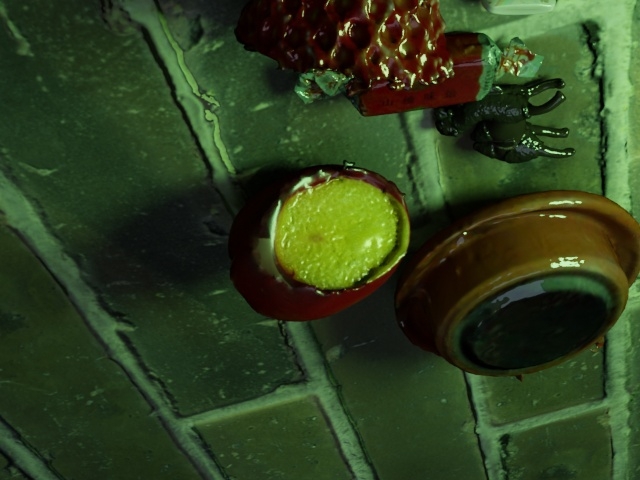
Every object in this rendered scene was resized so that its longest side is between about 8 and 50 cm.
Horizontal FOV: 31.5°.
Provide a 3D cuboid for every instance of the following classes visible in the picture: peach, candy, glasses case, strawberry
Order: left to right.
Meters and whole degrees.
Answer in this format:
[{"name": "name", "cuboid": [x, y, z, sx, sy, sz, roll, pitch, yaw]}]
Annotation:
[{"name": "peach", "cuboid": [0.000, 0.000, 1.392, 0.226, 0.189, 0.196, -23, 133, 24]}, {"name": "strawberry", "cuboid": [0.031, -0.250, 1.125, 0.234, 0.234, 0.177, 4, 108, -21]}, {"name": "candy", "cuboid": [0.114, -0.189, 1.288, 0.292, 0.059, 0.086, -9, 144, -3]}, {"name": "glasses case", "cuboid": [0.217, -0.263, 1.243, 0.083, 0.032, 0.021, -3, 139, -11]}]

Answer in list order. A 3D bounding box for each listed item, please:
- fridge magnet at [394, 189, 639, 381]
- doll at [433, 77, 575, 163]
[{"name": "fridge magnet", "cuboid": [0.282, 0.066, 1.586, 0.364, 0.155, 0.363, -8, 142, -7]}, {"name": "doll", "cuboid": [0.224, -0.144, 1.383, 0.165, 0.057, 0.139, -8, 145, 9]}]
